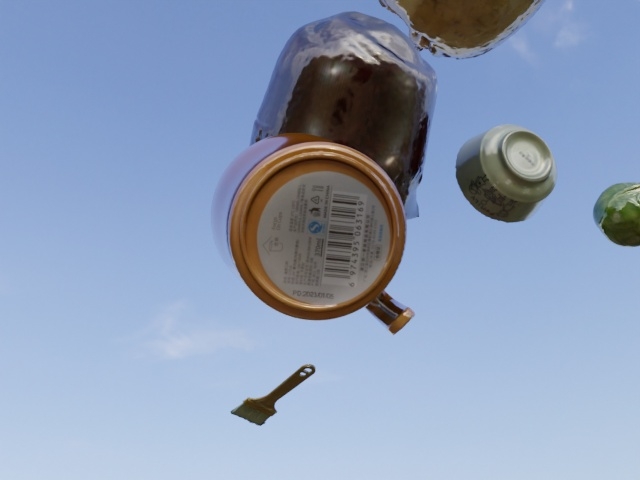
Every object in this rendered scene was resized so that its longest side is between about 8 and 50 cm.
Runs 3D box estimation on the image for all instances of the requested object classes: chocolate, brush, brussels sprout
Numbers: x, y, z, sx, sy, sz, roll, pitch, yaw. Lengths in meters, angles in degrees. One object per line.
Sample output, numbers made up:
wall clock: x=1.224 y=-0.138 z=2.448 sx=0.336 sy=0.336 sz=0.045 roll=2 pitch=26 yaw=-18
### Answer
chocolate: x=0.067 y=-0.260 z=1.196 sx=0.384 sy=0.383 sz=0.331 roll=15 pitch=-76 yaw=-25
brush: x=-0.091 y=0.320 z=1.278 sx=0.083 sy=0.010 sz=0.218 roll=34 pitch=-64 yaw=-27
brussels sprout: x=0.663 y=-0.058 z=1.296 sx=0.155 sy=0.155 sz=0.117 roll=-25 pitch=-31 yaw=22

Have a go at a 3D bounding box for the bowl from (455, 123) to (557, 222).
bowl: x=0.393 y=-0.150 z=1.244 sx=0.212 sy=0.211 sz=0.112 roll=4 pitch=-19 yaw=-12

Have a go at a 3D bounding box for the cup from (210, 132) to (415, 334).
cup: x=0.000 y=0.000 z=0.566 sx=0.182 sy=0.264 sz=0.226 roll=-45 pitch=-82 yaw=-1

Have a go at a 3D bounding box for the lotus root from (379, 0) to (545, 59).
lotus root: x=0.172 y=-0.322 z=0.521 sx=0.169 sy=0.151 sz=0.342 roll=33 pitch=-77 yaw=4
